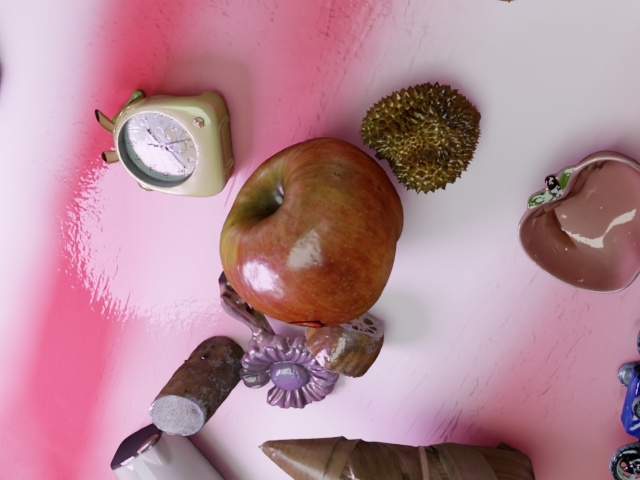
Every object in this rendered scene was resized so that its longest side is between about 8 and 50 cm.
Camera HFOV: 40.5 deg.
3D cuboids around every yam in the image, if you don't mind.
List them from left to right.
[{"bbox_3d":[-0.218,0.264,1.556,0.107,0.194,0.107,11,120,19],"label":"yam"}]

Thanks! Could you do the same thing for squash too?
[{"bbox_3d":[-0.319,-0.215,1.440,0.027,0.027,0.089,45,119,-6],"label":"squash"}]

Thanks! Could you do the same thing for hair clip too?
[{"bbox_3d":[-0.093,0.182,1.538,0.173,0.069,0.300,-29,104,30],"label":"hair clip"}]

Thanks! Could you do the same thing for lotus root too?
[{"bbox_3d":[0.041,0.162,1.454,0.122,0.112,0.081,15,115,-24],"label":"lotus root"}]

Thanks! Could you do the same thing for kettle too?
[{"bbox_3d":[-0.302,0.493,1.740,0.255,0.165,0.240,51,150,-9],"label":"kettle"}]

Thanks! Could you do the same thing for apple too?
[{"bbox_3d":[0.000,0.000,1.285,0.250,0.309,0.277,37,86,-25],"label":"apple"}]

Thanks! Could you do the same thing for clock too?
[{"bbox_3d":[-0.262,-0.161,1.408,0.232,0.069,0.170,5,123,12],"label":"clock"}]

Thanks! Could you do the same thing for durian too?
[{"bbox_3d":[0.150,-0.148,1.242,0.168,0.137,0.158,-22,127,15],"label":"durian"}]

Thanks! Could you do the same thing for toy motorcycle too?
[{"bbox_3d":[0.543,0.248,1.313,0.168,0.113,0.315,7,111,5],"label":"toy motorcycle"}]

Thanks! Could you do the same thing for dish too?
[{"bbox_3d":[0.390,-0.038,1.228,0.213,0.090,0.213,8,121,14],"label":"dish"}]

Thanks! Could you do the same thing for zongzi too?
[{"bbox_3d":[0.111,0.553,1.538,0.466,0.218,0.500,9,118,6],"label":"zongzi"}]

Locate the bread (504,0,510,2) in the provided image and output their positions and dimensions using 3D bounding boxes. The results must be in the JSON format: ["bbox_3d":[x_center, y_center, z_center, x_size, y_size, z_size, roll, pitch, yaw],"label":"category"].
[{"bbox_3d":[0.226,-0.391,1.105,0.134,0.085,0.173,25,122,7],"label":"bread"}]
